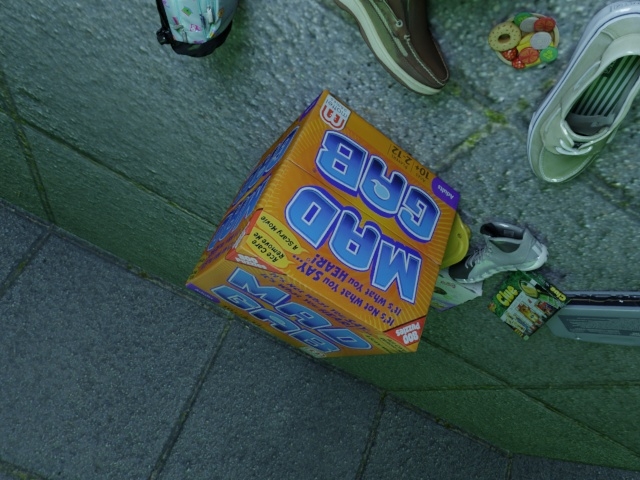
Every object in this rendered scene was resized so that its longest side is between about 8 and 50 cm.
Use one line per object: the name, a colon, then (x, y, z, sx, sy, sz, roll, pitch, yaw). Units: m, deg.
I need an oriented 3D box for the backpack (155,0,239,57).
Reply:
backpack: (-0.175, -0.376, 0.635, 0.115, 0.151, 0.182, 7, 150, -3)

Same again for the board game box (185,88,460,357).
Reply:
board game box: (0.000, 0.000, 0.928, 0.356, 0.356, 0.357, 33, 152, -18)

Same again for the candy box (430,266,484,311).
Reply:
candy box: (0.313, 0.109, 1.199, 0.165, 0.070, 0.196, 27, 154, -6)

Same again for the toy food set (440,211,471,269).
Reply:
toy food set: (0.267, 0.000, 1.041, 0.218, 0.071, 0.128, -32, 84, 52)

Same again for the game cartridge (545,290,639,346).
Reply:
game cartridge: (0.695, 0.189, 1.066, 0.294, 0.060, 0.196, -5, 138, 44)

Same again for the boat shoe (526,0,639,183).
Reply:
boat shoe: (0.358, -0.170, 0.621, 0.109, 0.094, 0.302, 14, 152, 17)

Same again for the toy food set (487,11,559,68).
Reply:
toy food set: (0.273, -0.265, 0.595, 0.083, 0.020, 0.083, -9, 139, 46)

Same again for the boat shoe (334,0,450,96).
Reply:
boat shoe: (0.102, -0.302, 0.586, 0.257, 0.095, 0.095, 38, 144, -26)

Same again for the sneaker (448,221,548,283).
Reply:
sneaker: (0.366, 0.017, 0.990, 0.229, 0.086, 0.132, -21, 126, 41)

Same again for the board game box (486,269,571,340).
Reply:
board game box: (0.507, 0.156, 1.114, 0.136, 0.030, 0.259, 47, 163, 26)
